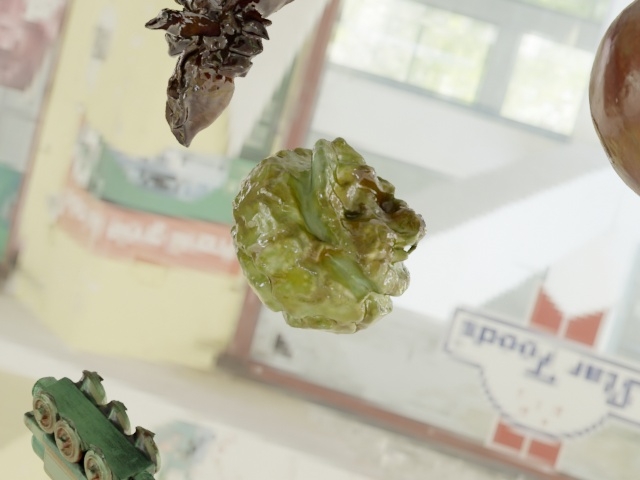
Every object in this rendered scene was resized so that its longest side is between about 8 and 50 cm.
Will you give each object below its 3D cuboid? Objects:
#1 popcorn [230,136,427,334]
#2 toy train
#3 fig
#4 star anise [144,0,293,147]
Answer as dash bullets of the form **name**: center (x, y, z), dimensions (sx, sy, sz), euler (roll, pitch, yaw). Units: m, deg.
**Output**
- **popcorn**: center (0.000, 0.000, 1.962), dimensions (0.221, 0.184, 0.204), euler (53, -139, 5)
- **toy train**: center (-0.227, 0.216, 1.746), dimensions (0.081, 0.125, 0.194), euler (-15, -142, -37)
- **fig**: center (0.287, -0.091, 1.250), dimensions (0.205, 0.205, 0.205), euler (15, -168, -3)
- **star anise**: center (-0.095, -0.154, 1.217), dimensions (0.144, 0.158, 0.140), euler (11, 169, -43)
